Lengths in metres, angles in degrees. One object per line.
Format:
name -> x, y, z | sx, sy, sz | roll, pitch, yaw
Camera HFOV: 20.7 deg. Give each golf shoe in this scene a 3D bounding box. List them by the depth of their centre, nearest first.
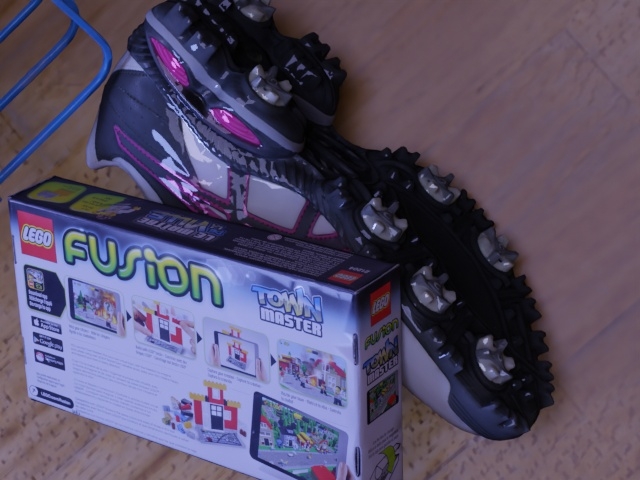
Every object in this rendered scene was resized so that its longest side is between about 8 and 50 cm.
golf shoe -> 0.000, 0.000, 0.852 | 0.273, 0.105, 0.120 | 49, 122, 11

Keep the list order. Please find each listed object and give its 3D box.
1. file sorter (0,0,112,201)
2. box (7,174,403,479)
file sorter -> -0.195, -0.120, 0.852 | 0.104, 0.118, 0.170 | -44, 49, 5
box -> -0.057, 0.046, 0.827 | 0.207, 0.036, 0.114 | 15, 118, 32
